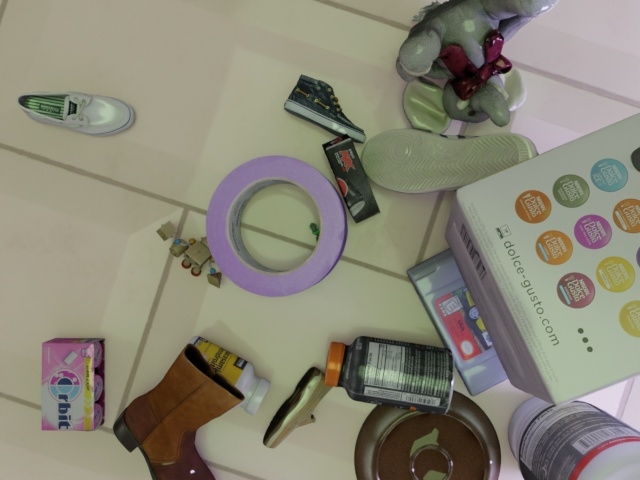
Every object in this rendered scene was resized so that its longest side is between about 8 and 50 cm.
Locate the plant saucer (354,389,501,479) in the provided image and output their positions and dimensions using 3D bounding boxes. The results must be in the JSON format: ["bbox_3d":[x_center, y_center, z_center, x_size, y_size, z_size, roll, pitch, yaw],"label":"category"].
[{"bbox_3d":[0.225,0.460,1.184,0.310,0.050,0.311,0,91,1],"label":"plant saucer"}]

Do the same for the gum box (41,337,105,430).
[{"bbox_3d":[-0.507,0.299,1.177,0.107,0.062,0.188,0,90,0],"label":"gum box"}]

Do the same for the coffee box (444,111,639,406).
[{"bbox_3d":[0.433,0.041,0.954,0.334,0.338,0.338,-23,76,4],"label":"coffee box"}]

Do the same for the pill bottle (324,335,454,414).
[{"bbox_3d":[0.133,0.262,1.138,0.245,0.130,0.130,8,90,5],"label":"pill bottle"}]

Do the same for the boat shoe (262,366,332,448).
[{"bbox_3d":[-0.040,0.356,1.177,0.072,0.068,0.190,38,90,-12],"label":"boat shoe"}]

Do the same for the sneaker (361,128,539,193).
[{"bbox_3d":[0.255,-0.148,1.133,0.350,0.148,0.131,9,95,31],"label":"sneaker"}]

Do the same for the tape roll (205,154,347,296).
[{"bbox_3d":[-0.084,-0.028,1.146,0.274,0.090,0.275,0,90,8],"label":"tape roll"}]

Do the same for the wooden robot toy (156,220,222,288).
[{"bbox_3d":[-0.252,0.018,1.186,0.173,0.076,0.079,41,55,0],"label":"wooden robot toy"}]

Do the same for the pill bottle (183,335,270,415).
[{"bbox_3d":[-0.198,0.277,1.155,0.184,0.103,0.103,27,90,0],"label":"pill bottle"}]

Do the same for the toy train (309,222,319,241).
[{"bbox_3d":[0.000,0.000,1.193,0.017,0.024,0.083,-28,90,0],"label":"toy train"}]

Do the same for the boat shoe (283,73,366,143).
[{"bbox_3d":[0.022,-0.270,1.170,0.183,0.065,0.083,26,92,1],"label":"boat shoe"}]

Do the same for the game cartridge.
[{"bbox_3d":[0.329,0.148,1.180,0.196,0.060,0.294,-28,90,-4],"label":"game cartridge"}]

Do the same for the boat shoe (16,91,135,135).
[{"bbox_3d":[-0.500,-0.260,1.167,0.226,0.076,0.083,2,91,0],"label":"boat shoe"}]

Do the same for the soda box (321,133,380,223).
[{"bbox_3d":[0.062,-0.123,1.148,0.060,0.053,0.169,-24,113,1],"label":"soda box"}]

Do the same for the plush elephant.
[{"bbox_3d":[0.286,-0.321,1.089,0.271,0.330,0.255,-27,113,5],"label":"plush elephant"}]

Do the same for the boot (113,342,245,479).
[{"bbox_3d":[-0.235,0.363,1.112,0.280,0.096,0.264,-43,87,24],"label":"boot"}]

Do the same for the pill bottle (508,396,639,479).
[{"bbox_3d":[0.480,0.408,1.024,0.210,0.363,0.210,0,90,0],"label":"pill bottle"}]
